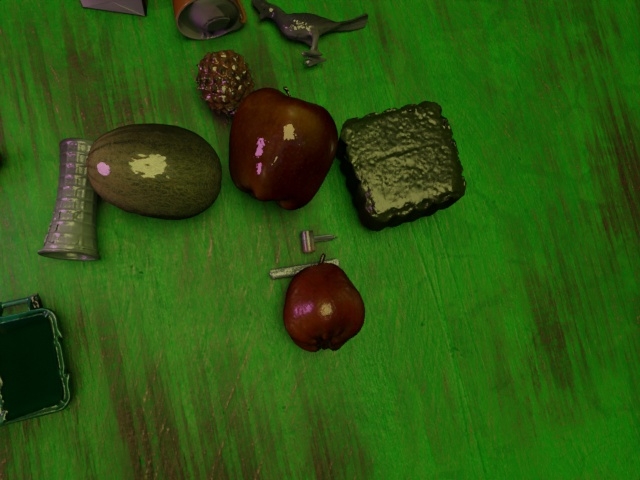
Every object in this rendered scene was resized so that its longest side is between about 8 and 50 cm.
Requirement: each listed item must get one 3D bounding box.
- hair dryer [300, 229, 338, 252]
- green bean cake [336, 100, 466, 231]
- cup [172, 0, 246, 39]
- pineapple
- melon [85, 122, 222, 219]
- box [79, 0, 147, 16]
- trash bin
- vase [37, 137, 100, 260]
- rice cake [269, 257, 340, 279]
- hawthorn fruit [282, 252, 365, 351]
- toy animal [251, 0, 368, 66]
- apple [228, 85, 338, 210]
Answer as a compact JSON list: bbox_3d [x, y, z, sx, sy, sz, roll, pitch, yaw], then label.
[{"bbox_3d":[0.000,0.000,1.446,0.115,0.037,0.063,-6,86,-21],"label":"hair dryer"},{"bbox_3d":[0.222,-0.216,1.445,0.320,0.218,0.334,-13,79,-7],"label":"green bean cake"},{"bbox_3d":[-0.327,-0.715,1.414,0.226,0.182,0.263,-7,75,-47],"label":"cup"},{"bbox_3d":[-0.261,-0.425,1.381,0.167,0.166,0.192,-19,88,-15],"label":"pineapple"},{"bbox_3d":[-0.412,-0.175,1.256,0.330,0.249,0.248,6,81,-29],"label":"melon"},{"bbox_3d":[-0.564,-0.732,1.331,0.178,0.195,0.148,4,82,-12],"label":"box"},{"bbox_3d":[-0.717,0.270,1.061,0.260,0.381,0.294,-12,85,-15],"label":"trash bin"},{"bbox_3d":[-0.623,-0.105,1.264,0.144,0.143,0.298,3,79,-13],"label":"vase"},{"bbox_3d":[-0.044,0.082,1.422,0.208,0.033,0.033,-9,86,-14],"label":"rice cake"},{"bbox_3d":[0.006,0.163,1.341,0.225,0.224,0.260,2,62,-13],"label":"hawthorn fruit"},{"bbox_3d":[-0.025,-0.627,1.495,0.368,0.081,0.205,4,70,-12],"label":"toy animal"},{"bbox_3d":[-0.100,-0.249,1.335,0.289,0.288,0.316,15,92,-11],"label":"apple"}]
